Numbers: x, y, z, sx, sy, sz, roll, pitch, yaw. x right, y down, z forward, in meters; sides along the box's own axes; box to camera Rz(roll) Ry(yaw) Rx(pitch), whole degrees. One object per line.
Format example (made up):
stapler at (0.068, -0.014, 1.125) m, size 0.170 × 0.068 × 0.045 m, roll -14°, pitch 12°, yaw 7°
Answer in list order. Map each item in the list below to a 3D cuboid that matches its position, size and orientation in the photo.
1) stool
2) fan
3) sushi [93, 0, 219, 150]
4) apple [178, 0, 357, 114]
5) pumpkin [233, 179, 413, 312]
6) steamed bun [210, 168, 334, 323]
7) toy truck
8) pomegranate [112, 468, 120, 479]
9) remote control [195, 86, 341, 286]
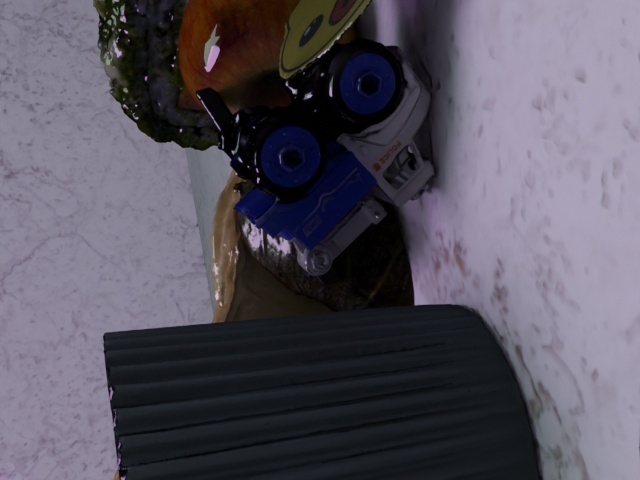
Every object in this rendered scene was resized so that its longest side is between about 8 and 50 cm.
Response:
stool at (-0.010, 0.202, 0.783) m, size 0.297 × 0.330 × 0.297 m, roll 172°, pitch 90°, yaw -76°
fan at (0.047, -0.254, 0.749) m, size 0.335 × 0.011 × 0.230 m, roll -20°, pitch 45°, yaw 58°
sushi at (-0.176, -0.303, 1.268) m, size 0.352 × 0.294 × 0.178 m, roll 97°, pitch 155°, yaw -43°
apple at (-0.062, -0.222, 1.009) m, size 0.211 × 0.211 × 0.188 m, roll 98°, pitch 168°, yaw -48°
pumpkin at (0.002, 0.002, 0.984) m, size 0.111 × 0.163 × 0.279 m, roll 133°, pitch 126°, yaw -68°
steamed bun at (-0.032, 0.116, 1.085) m, size 0.189 × 0.247 × 0.428 m, roll 128°, pitch 145°, yaw -61°
toy truck at (0.017, -0.081, 0.830) m, size 0.177 × 0.213 × 0.161 m, roll 46°, pitch 177°, yaw -19°
pomegranate at (-0.159, 0.413, 1.483) m, size 0.410 × 0.410 × 0.410 m, roll 172°, pitch 90°, yaw -76°
remote control at (-0.056, -0.055, 0.917) m, size 0.245 × 0.025 × 0.063 m, roll 56°, pitch -176°, yaw -2°
